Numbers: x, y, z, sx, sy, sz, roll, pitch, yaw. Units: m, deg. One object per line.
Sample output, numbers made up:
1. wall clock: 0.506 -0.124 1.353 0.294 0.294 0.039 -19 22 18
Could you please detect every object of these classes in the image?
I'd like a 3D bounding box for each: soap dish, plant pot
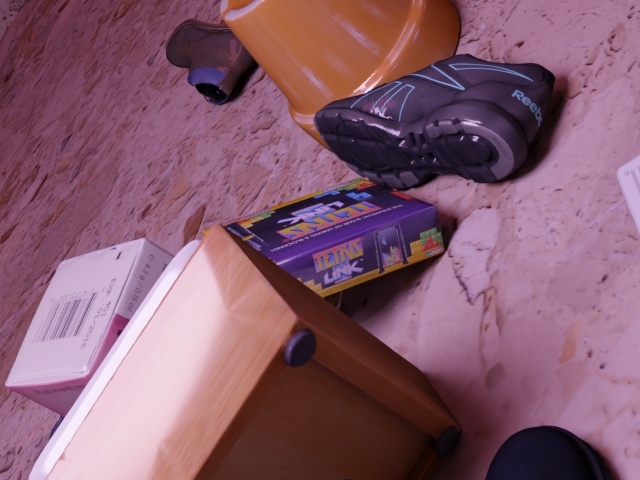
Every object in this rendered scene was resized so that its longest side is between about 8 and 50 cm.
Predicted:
1. soap dish: -0.037 0.151 0.808 0.118 0.291 0.229 29 84 40
2. plant pot: 0.006 -0.224 1.198 0.205 0.188 0.205 -35 35 30

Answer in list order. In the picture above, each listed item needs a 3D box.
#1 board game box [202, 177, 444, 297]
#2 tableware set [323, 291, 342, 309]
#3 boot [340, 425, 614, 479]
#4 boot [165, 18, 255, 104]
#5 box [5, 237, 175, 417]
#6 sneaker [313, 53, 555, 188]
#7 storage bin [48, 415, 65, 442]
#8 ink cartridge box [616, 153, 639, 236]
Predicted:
1. board game box: 0.000 0.000 1.024 0.170 0.048 0.141 -20 20 -22
2. tableware set: -0.016 0.061 1.109 0.154 0.024 0.104 -32 29 37
3. boot: 0.082 0.179 0.664 0.094 0.207 0.246 -30 37 36
4. boot: -0.164 -0.239 1.565 0.219 0.082 0.106 -1 56 52
5. box: -0.122 0.115 0.991 0.149 0.232 0.126 -14 49 49
6. sneaker: 0.103 -0.111 1.063 0.267 0.101 0.106 8 54 50
7. storage bin: -0.187 0.196 1.154 0.122 0.084 0.180 -57 29 -4
8. ink cartridge box: 0.327 -0.033 0.677 0.275 0.060 0.239 -37 35 26
